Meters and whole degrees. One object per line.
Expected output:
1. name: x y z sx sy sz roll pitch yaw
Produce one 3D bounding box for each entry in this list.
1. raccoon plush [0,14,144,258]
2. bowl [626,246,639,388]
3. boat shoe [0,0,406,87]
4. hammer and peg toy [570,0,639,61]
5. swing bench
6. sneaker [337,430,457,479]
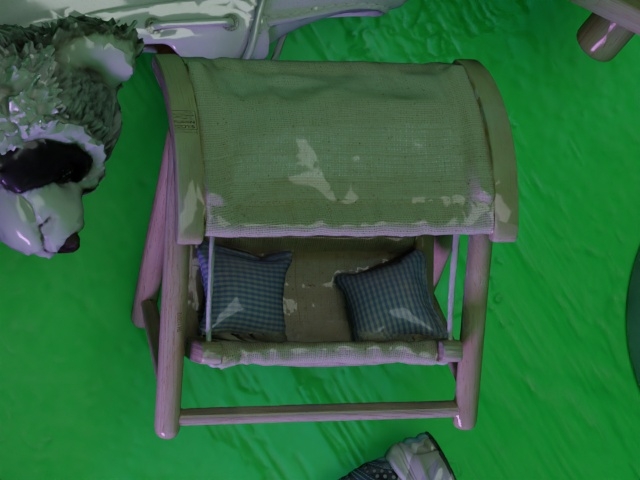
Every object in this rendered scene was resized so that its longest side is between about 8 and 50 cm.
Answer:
1. raccoon plush: -0.320 -0.161 1.306 0.299 0.216 0.446 -37 108 -26
2. bowl: 0.433 0.065 1.633 0.312 0.163 0.311 1 86 -16
3. boat shoe: -0.098 -0.156 1.505 0.367 0.136 0.156 -3 87 -13
4. hammer and peg toy: 0.126 -0.314 1.521 0.361 0.127 0.266 23 42 -18
5. swing bench: 0.000 0.000 1.451 0.253 0.165 0.254 -1 124 -15
6. sneaker: 0.088 0.303 1.564 0.122 0.110 0.283 -21 90 1
